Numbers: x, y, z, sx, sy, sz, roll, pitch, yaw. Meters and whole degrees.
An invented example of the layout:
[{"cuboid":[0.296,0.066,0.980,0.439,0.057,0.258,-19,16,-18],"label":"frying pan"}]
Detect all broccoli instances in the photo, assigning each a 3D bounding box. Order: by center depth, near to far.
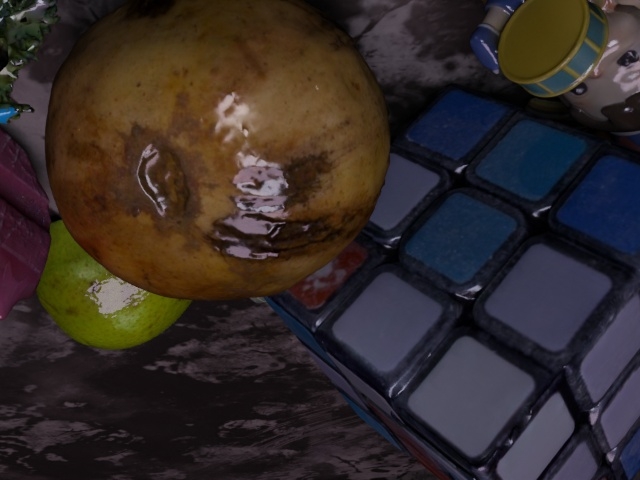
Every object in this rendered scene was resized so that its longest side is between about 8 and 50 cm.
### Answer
[{"cuboid":[-0.309,-0.164,0.659,0.167,0.160,0.154,-10,116,-32],"label":"broccoli"}]

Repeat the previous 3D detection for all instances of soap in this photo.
[{"cuboid":[-0.412,-0.046,0.798,0.127,0.220,0.325,-6,151,15],"label":"soap"}]

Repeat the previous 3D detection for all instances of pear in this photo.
[{"cuboid":[-0.255,0.060,1.098,0.239,0.139,0.288,-26,147,14],"label":"pear"}]

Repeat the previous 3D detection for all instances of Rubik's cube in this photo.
[{"cuboid":[0.204,0.088,0.856,0.362,0.359,0.363,-50,139,-11],"label":"Rubik's cube"}]

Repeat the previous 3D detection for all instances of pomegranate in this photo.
[{"cuboid":[-0.093,-0.093,0.715,0.322,0.322,0.322,-5,150,-3],"label":"pomegranate"}]

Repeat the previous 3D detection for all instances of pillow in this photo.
[{"cuboid":[0.280,-0.116,0.989,0.113,0.038,0.203,-2,149,-15],"label":"pillow"}]

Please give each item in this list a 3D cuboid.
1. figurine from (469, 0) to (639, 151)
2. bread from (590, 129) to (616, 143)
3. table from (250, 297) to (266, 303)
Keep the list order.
[{"cuboid":[0.283,-0.184,0.757,0.275,0.158,0.161,16,152,-33],"label":"figurine"},{"cuboid":[0.400,-0.114,0.958,0.134,0.081,0.225,22,126,-28],"label":"bread"},{"cuboid":[0.000,0.000,1.041,0.220,0.126,0.126,-17,148,17],"label":"table"}]
